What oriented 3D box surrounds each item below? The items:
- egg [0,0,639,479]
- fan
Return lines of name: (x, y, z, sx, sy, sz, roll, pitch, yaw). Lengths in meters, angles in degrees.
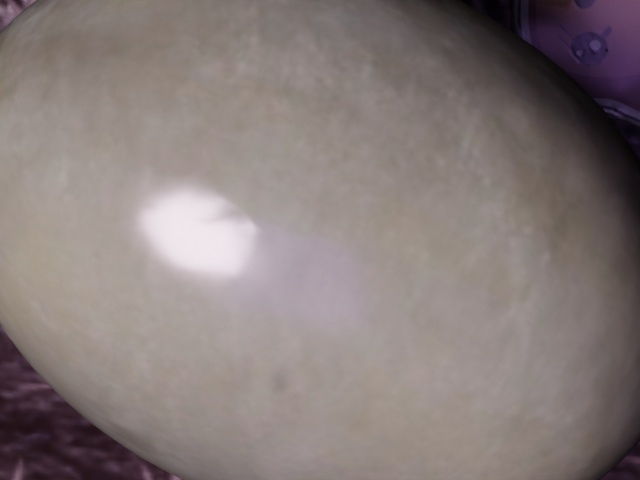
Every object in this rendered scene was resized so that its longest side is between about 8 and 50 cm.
egg: (0.000, 0.000, 0.820, 0.352, 0.258, 0.258, 28, 110, -10)
fan: (0.126, -0.128, 0.894, 0.220, 0.009, 0.132, 11, 108, -1)
